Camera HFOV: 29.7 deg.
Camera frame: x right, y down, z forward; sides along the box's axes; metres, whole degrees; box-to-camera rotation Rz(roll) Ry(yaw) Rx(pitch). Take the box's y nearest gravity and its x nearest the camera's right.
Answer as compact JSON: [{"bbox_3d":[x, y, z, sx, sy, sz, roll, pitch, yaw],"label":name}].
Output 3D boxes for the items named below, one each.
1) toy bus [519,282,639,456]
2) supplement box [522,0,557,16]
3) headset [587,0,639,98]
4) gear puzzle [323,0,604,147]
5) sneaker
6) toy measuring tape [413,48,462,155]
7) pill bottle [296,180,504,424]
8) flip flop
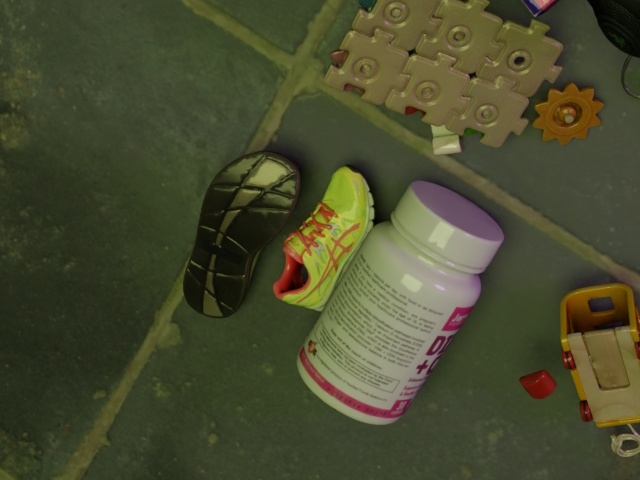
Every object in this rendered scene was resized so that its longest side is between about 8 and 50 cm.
[{"bbox_3d":[0.359,0.145,1.484,0.191,0.104,0.202,24,132,-12],"label":"toy bus"},{"bbox_3d":[0.300,-0.368,1.361,0.220,0.111,0.114,-38,91,21],"label":"supplement box"},{"bbox_3d":[0.404,-0.262,1.258,0.243,0.394,0.185,-39,66,-19],"label":"headset"},{"bbox_3d":[0.186,-0.204,1.419,0.339,0.044,0.175,18,125,-15],"label":"gear puzzle"},{"bbox_3d":[0.000,0.000,1.549,0.081,0.094,0.208,39,118,47],"label":"sneaker"},{"bbox_3d":[0.114,-0.256,1.448,0.121,0.121,0.330,-8,102,19],"label":"toy measuring tape"},{"bbox_3d":[0.101,0.077,1.516,0.160,0.160,0.283,32,112,7],"label":"pill bottle"},{"bbox_3d":[-0.105,-0.012,1.607,0.112,0.080,0.277,26,126,4],"label":"flip flop"}]
